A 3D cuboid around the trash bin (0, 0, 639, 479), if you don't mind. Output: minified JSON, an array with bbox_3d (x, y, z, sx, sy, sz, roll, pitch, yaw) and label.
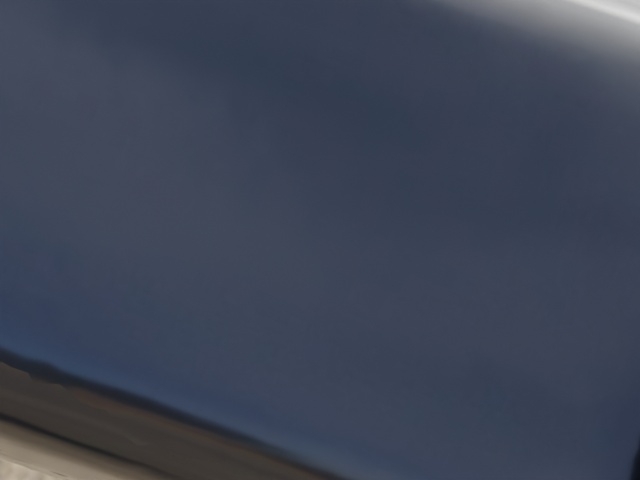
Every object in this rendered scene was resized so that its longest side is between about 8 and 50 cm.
[{"bbox_3d":[0.000,0.000,0.497,0.290,0.182,0.209,19,-4,-11],"label":"trash bin"}]
